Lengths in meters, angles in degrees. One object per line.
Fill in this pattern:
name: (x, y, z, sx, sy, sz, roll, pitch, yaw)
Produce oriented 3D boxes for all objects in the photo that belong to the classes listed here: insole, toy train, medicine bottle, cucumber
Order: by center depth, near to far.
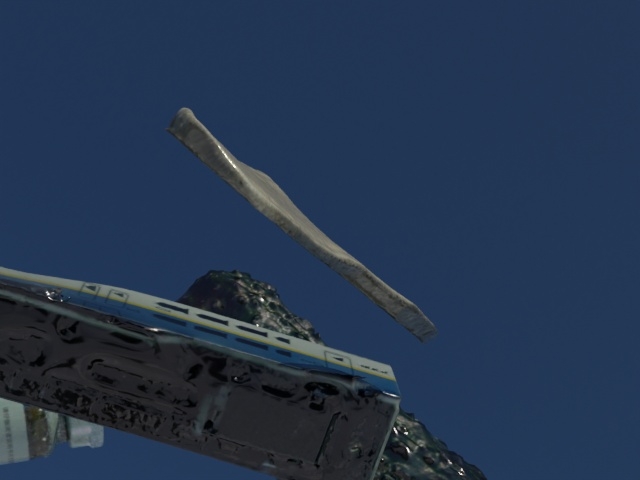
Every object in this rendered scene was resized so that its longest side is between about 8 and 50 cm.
insole: (0.000, 0.000, 0.456, 0.063, 0.192, 0.010, 41, -90, 26)
toy train: (-0.085, 0.047, 0.550, 0.234, 0.051, 0.052, 17, -77, -6)
medicine bottle: (-0.229, 0.116, 0.806, 0.191, 0.051, 0.051, -8, -62, -15)
cucumber: (-0.003, 0.110, 0.851, 0.096, 0.359, 0.096, -19, -52, -27)
